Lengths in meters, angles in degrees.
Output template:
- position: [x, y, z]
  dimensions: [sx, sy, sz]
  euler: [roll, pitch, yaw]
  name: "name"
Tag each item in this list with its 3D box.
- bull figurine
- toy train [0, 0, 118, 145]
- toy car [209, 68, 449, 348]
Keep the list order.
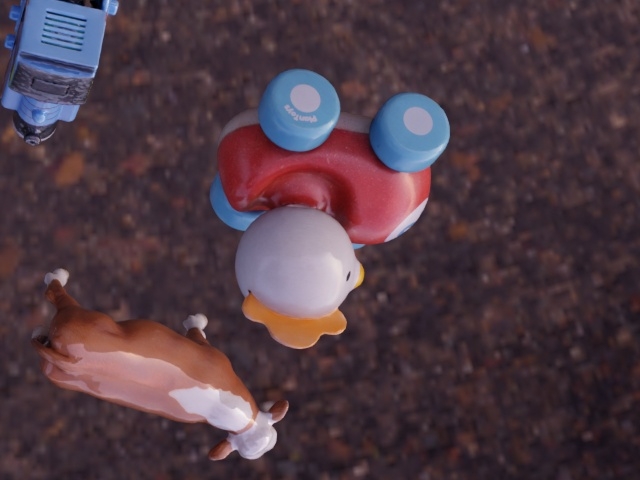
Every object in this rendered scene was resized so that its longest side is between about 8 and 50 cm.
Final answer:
- position: [-0.178, 0.137, 2.089]
  dimensions: [0.310, 0.188, 0.101]
  euler: [25, 104, -29]
  name: "bull figurine"
- position: [-0.216, -0.147, 1.544]
  dimensions: [0.080, 0.105, 0.184]
  euler: [14, 154, -12]
  name: "toy train"
- position: [0.000, 0.000, 1.822]
  dimensions: [0.210, 0.238, 0.219]
  euler: [11, 153, -15]
  name: "toy car"
